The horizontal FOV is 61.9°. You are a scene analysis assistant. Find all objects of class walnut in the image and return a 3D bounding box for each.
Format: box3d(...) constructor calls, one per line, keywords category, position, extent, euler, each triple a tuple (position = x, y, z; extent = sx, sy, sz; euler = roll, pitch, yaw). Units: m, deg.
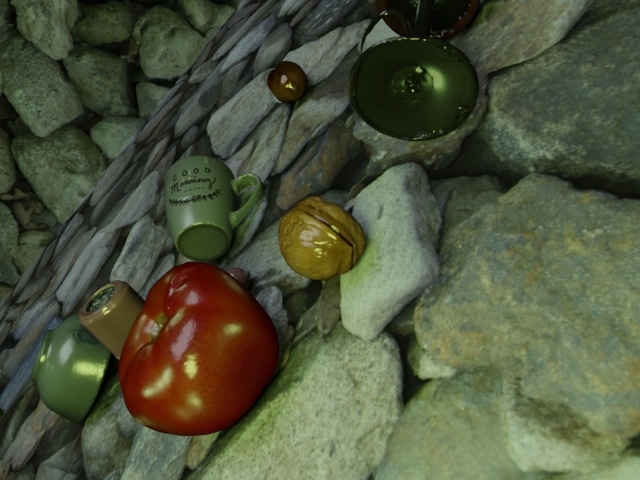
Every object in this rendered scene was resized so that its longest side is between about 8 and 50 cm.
box3d(category="walnut", position=(-0.099, -0.468, 1.563), extent=(0.116, 0.116, 0.207), euler=(-42, 33, 14))
box3d(category="walnut", position=(0.000, 0.000, 0.940), extent=(0.180, 0.144, 0.144), euler=(24, 77, 52))

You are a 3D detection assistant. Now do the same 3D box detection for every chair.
box3d(category="chair", position=(0.199, -0.408, 1.027), extent=(0.226, 0.226, 0.401), euler=(-19, 43, 40))

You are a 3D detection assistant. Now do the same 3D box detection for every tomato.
box3d(category="tomato", position=(-0.202, 0.192, 0.912), extent=(0.298, 0.226, 0.299), euler=(-28, 46, 33))

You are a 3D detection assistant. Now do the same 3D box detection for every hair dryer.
box3d(category="hair dryer", position=(-0.313, 0.138, 1.154), extent=(0.352, 0.210, 0.125), euler=(-31, 29, 4))

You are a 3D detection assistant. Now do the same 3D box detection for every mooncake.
box3d(category="mooncake", position=(-1.000, 0.551, 1.715), extent=(0.347, 0.057, 0.150), euler=(-39, 46, 29))

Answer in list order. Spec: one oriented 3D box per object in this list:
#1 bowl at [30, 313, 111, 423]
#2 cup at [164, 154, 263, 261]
box3d(category="bowl", position=(-0.639, 0.304, 1.354), extent=(0.289, 0.146, 0.289), euler=(-40, 38, 42))
box3d(category="cup", position=(-0.264, -0.085, 1.349), extent=(0.258, 0.186, 0.234), euler=(-18, 46, 0))
